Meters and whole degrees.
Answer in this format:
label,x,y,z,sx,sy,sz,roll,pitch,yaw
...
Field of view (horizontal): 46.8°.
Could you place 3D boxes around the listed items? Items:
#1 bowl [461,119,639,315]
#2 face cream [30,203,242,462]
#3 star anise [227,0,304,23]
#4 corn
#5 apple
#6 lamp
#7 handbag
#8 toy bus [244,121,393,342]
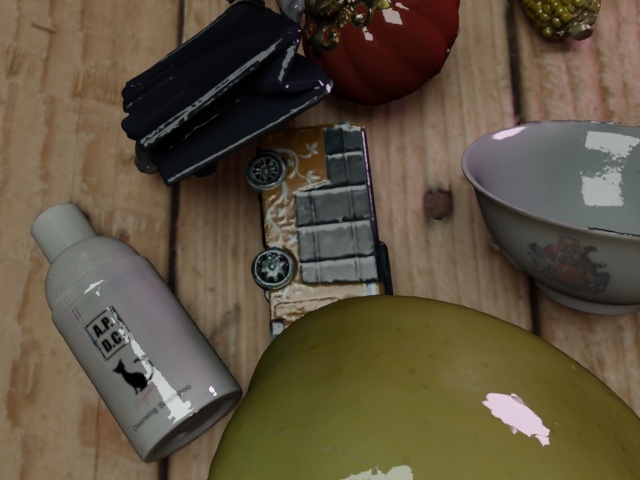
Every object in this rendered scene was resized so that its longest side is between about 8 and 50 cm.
label,x,y,z,sx,sy,sz,roll,pitch,yaw
bowl,0.331,-0.014,0.864,0.346,0.345,0.157,5,117,8
face cream,-0.261,0.087,0.932,0.145,0.145,0.369,-39,74,-6
star anise,-0.057,-0.482,1.085,0.316,0.139,0.359,-9,73,-3
corn,0.295,-0.415,1.053,0.097,0.097,0.319,-23,70,-1
apple,0.095,0.285,0.689,0.474,0.473,0.473,-2,73,6
lamp,0.083,-0.285,0.979,0.227,0.227,0.226,-2,73,6
handbag,-0.143,-0.180,0.937,0.269,0.325,0.118,-32,116,0
toy bus,0.000,0.000,0.936,0.167,0.138,0.275,-5,71,3
